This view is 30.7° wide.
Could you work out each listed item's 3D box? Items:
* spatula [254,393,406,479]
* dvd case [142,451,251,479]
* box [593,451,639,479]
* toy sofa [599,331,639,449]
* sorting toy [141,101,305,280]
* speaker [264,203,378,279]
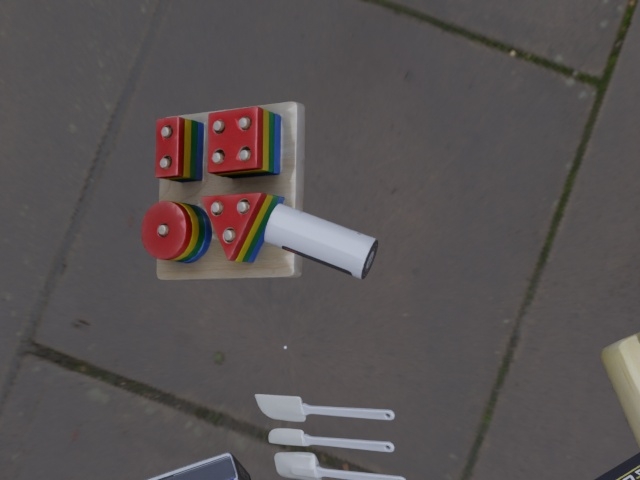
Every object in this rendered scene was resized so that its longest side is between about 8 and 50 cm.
[{"bbox_3d":[0.019,0.318,1.832,0.242,0.019,0.168,0,113,28],"label":"spatula"},{"bbox_3d":[-0.174,0.231,0.949,0.239,0.179,0.029,-18,74,-4],"label":"dvd case"},{"bbox_3d":[0.505,0.532,1.851,0.318,0.097,0.394,-22,118,-25],"label":"box"},{"bbox_3d":[0.329,0.081,0.633,0.363,0.177,0.150,-11,71,-26],"label":"toy sofa"},{"bbox_3d":[-0.154,-0.072,1.722,0.257,0.089,0.255,-3,83,33],"label":"sorting toy"},{"bbox_3d":[0.000,0.000,1.460,0.136,0.055,0.055,21,84,12],"label":"speaker"}]
